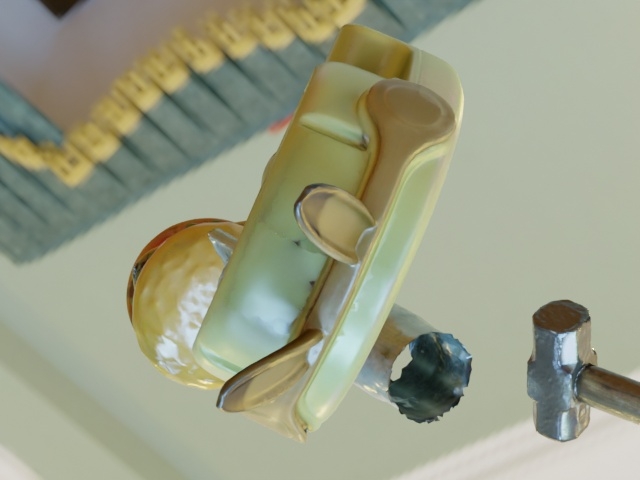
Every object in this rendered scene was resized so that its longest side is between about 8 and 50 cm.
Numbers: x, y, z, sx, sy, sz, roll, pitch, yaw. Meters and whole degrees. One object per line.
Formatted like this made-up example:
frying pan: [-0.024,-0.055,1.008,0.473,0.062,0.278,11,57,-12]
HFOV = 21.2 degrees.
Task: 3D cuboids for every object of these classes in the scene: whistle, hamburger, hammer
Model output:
whistle: [-0.002,0.049,1.174,0.062,0.062,0.312,-49,-150,-8]
hamburger: [-0.098,0.054,1.546,0.162,0.162,0.115,-46,-163,-1]
hammer: [0.311,0.144,1.217,0.365,0.111,0.043,20,-139,33]

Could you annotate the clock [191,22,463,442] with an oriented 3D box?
clock: [0.000,0.000,0.731,0.232,0.069,0.170,-77,-168,-77]
